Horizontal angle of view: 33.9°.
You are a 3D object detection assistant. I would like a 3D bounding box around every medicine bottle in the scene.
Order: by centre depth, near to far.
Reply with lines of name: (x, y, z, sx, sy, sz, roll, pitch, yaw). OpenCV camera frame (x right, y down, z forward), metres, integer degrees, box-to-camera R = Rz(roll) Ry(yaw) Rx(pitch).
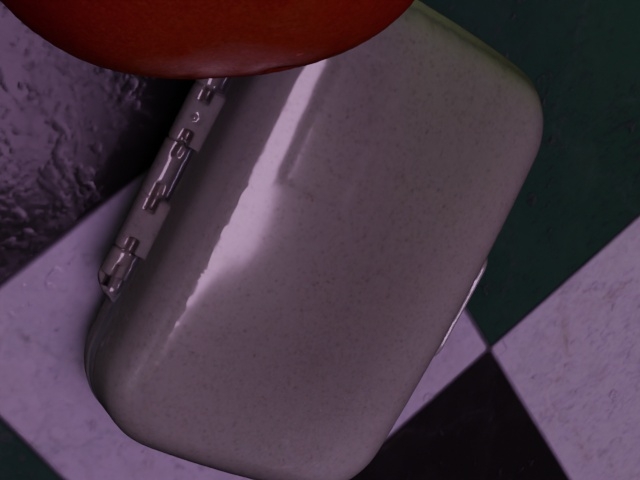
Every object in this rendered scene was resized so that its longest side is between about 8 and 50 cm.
medicine bottle: (0.000, 0.000, 0.790, 0.282, 0.123, 0.375, 24, 96, -33)

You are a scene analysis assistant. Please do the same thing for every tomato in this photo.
tomato: (-0.065, -0.209, 0.590, 0.298, 0.298, 0.226, -12, 117, -23)
